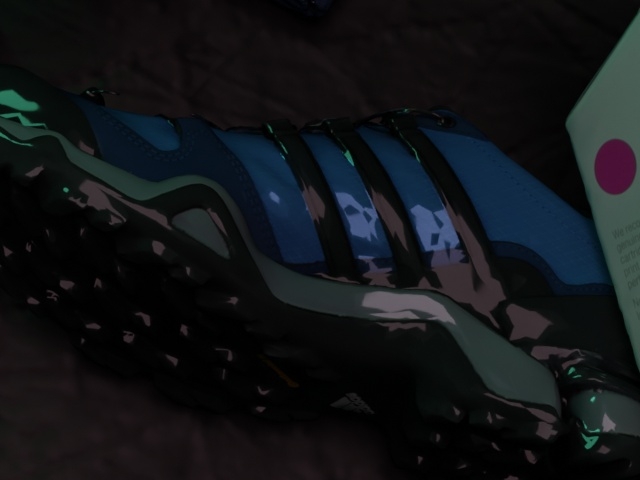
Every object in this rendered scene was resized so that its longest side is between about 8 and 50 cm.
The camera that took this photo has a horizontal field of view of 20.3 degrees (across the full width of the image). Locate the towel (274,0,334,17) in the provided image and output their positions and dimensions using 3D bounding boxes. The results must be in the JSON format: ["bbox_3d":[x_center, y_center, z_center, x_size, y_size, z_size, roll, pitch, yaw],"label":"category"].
[{"bbox_3d":[0.001,-0.154,0.768,0.067,0.029,0.119,29,69,3],"label":"towel"}]

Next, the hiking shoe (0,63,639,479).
[{"bbox_3d":[0.000,0.000,0.686,0.304,0.113,0.132,25,58,-7],"label":"hiking shoe"}]

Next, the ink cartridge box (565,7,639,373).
[{"bbox_3d":[0.195,0.040,0.669,0.175,0.069,0.371,1,70,-40],"label":"ink cartridge box"}]
